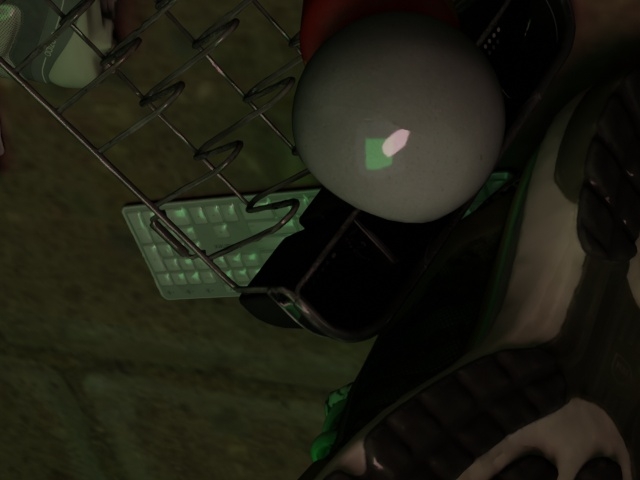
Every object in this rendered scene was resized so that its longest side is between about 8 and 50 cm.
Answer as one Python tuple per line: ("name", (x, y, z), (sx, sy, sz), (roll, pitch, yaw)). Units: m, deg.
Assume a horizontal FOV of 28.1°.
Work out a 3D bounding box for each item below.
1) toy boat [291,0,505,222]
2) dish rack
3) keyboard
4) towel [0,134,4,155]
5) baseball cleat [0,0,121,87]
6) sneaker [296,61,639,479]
("toy boat", (0.142, -0.097, 0.418), (0.318, 0.148, 0.267), (-17, 125, 8))
("dish rack", (-0.039, -0.111, 0.520), (0.271, 0.208, 0.074), (45, 150, -17))
("keyboard", (0.000, 0.000, 0.740), (0.256, 0.014, 0.072), (-4, 129, 29))
("towel", (-0.322, -0.141, 0.748), (0.285, 0.034, 0.209), (17, 136, 11))
("baseball cleat", (-0.150, -0.152, 0.610), (0.109, 0.072, 0.206), (1, 135, -2))
("sneaker", (0.056, 0.097, 0.533), (0.158, 0.410, 0.182), (49, 143, -9))
